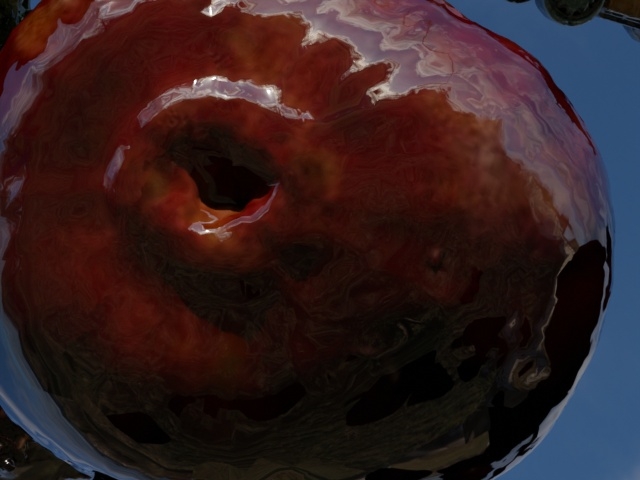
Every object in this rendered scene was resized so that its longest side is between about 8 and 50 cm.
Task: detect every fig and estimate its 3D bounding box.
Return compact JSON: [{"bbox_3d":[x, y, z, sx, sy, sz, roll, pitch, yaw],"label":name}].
[{"bbox_3d":[-0.006,0.013,0.465,0.204,0.249,0.186,16,-105,13],"label":"fig"}]

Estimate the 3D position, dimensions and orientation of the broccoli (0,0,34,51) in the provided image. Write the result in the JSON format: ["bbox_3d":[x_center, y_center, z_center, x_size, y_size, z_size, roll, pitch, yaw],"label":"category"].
[{"bbox_3d":[-0.137,-0.121,0.450,0.138,0.162,0.146,-37,-109,-17],"label":"broccoli"}]

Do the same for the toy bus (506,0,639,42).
[{"bbox_3d":[0.149,-0.153,0.669,0.182,0.091,0.103,13,-76,-19],"label":"toy bus"}]

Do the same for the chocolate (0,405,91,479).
[{"bbox_3d":[-0.179,0.125,0.971,0.133,0.156,0.156,2,-69,7],"label":"chocolate"}]
